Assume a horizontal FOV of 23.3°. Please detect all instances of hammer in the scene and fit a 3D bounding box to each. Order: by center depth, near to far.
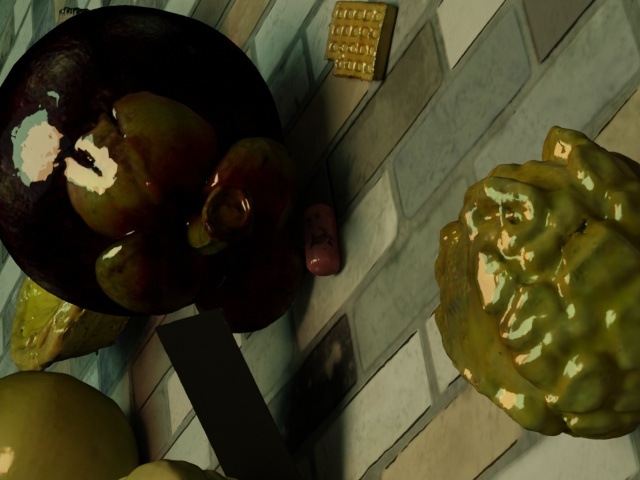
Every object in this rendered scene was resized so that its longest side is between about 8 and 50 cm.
[{"bbox_3d":[0.000,0.000,1.737,0.043,0.043,0.083,-47,43,51],"label":"hammer"}]

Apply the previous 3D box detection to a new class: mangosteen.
[{"bbox_3d":[-0.184,-0.076,1.807,0.435,0.382,0.382,24,106,36],"label":"mangosteen"}]

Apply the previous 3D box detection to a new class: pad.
[{"bbox_3d":[-0.083,0.218,1.702,0.202,0.005,0.299,-19,97,63],"label":"pad"}]

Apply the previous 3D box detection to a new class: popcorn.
[{"bbox_3d":[0.185,0.032,1.172,0.250,0.190,0.250,176,90,-69],"label":"popcorn"}]

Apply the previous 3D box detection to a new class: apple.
[{"bbox_3d":[-0.398,0.324,2.204,0.292,0.292,0.254,-32,33,59],"label":"apple"}]

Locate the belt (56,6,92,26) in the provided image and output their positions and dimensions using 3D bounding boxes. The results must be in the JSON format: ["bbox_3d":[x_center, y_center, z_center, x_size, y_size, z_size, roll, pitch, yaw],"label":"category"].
[{"bbox_3d":[-0.273,-0.233,2.214,0.295,0.207,0.160,17,94,50],"label":"belt"}]

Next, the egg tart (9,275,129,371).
[{"bbox_3d":[-0.342,0.049,2.310,0.345,0.132,0.345,-52,25,38],"label":"egg tart"}]

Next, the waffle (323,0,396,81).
[{"bbox_3d":[0.041,-0.224,1.743,0.135,0.021,0.092,17,98,65],"label":"waffle"}]

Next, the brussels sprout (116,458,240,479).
[{"bbox_3d":[-0.141,0.374,1.647,0.247,0.328,0.328,-40,25,-10],"label":"brussels sprout"}]
